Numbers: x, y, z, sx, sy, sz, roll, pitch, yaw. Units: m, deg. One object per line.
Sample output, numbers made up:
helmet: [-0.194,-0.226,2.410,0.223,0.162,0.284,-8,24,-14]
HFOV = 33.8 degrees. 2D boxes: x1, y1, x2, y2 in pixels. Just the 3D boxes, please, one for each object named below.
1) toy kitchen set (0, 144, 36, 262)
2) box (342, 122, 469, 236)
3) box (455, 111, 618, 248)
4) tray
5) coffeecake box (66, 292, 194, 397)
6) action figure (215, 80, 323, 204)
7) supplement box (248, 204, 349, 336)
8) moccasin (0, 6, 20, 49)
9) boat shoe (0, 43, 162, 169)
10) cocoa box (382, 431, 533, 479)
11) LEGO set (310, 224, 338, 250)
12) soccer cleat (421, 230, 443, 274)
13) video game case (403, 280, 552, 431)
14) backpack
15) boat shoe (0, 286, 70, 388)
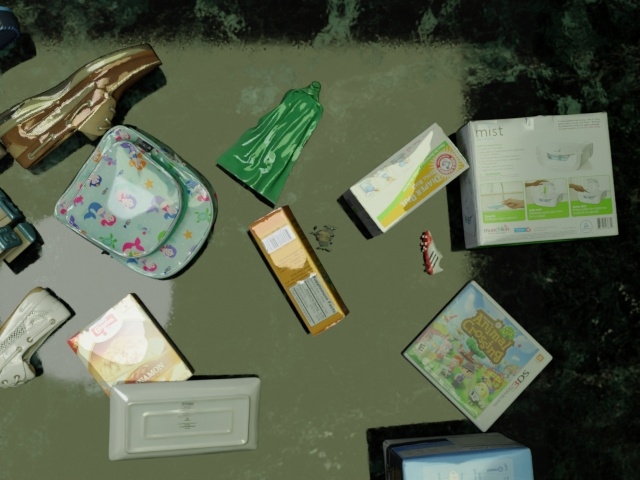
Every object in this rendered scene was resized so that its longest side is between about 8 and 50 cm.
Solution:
toy kitchen set: [-0.581,-0.071,1.820,0.122,0.166,0.207,-41,91,8]
box: [0.155,-0.110,1.928,0.203,0.114,0.103,-38,91,-7]
box: [0.396,-0.110,1.943,0.262,0.127,0.231,-5,87,-5]
tray: [-0.236,0.320,1.864,0.270,0.030,0.145,-1,104,-18]
coffeecake box: [-0.339,0.208,1.887,0.142,0.068,0.185,-38,90,-4]
action figure: [-0.069,-0.197,1.937,0.137,0.063,0.232,36,88,0]
supplement box: [-0.037,0.054,1.911,0.080,0.078,0.233,-28,90,10]
moccasin: [-0.676,-0.293,1.863,0.342,0.138,0.117,-27,76,7]
boat shoe: [-0.423,-0.237,1.889,0.324,0.122,0.120,-29,95,2]
cocoa box: [0.246,0.527,1.842,0.231,0.228,0.347,-4,87,-5]
LEGO set: [-0.002,-0.002,1.956,0.083,0.023,0.054,-15,86,7]
soccer cleat: [0.211,0.022,1.969,0.035,0.029,0.083,-7,91,-14]
video game case: [0.294,0.216,1.967,0.212,0.023,0.193,44,84,-1]
backpack: [-0.311,-0.061,1.851,0.253,0.191,0.225,36,95,-11]
boat shoe: [-0.546,0.216,1.853,0.096,0.098,0.277,36,83,-1]
